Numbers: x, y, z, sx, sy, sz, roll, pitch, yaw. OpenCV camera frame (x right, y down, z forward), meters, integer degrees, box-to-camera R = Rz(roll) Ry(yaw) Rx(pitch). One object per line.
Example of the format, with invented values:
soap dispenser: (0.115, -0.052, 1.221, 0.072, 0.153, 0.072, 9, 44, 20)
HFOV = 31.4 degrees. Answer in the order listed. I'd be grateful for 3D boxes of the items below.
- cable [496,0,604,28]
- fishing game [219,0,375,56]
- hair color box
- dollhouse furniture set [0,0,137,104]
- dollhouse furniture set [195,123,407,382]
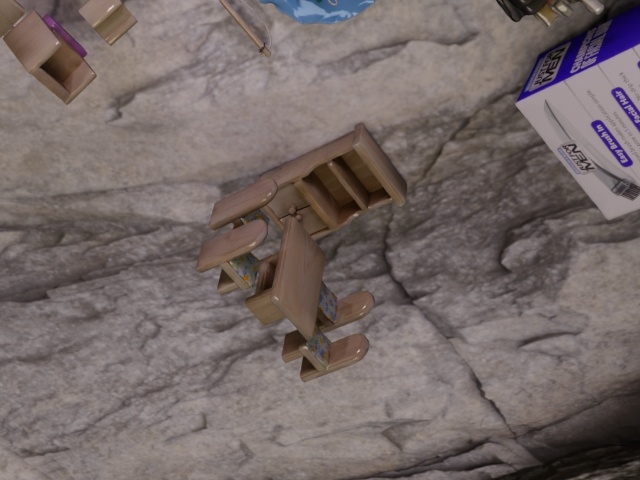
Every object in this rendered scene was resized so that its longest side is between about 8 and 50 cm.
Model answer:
cable: (0.164, -0.319, 1.151, 0.072, 0.139, 0.287, -45, 100, -1)
fishing game: (-0.006, -0.309, 1.204, 0.264, 0.041, 0.189, -24, 123, 23)
hair color box: (0.394, -0.163, 1.164, 0.339, 0.110, 0.185, -24, 117, 42)
dollhouse furniture set: (-0.280, -0.365, 1.183, 0.303, 0.198, 0.286, -43, 142, 2)
dollhouse furniture set: (0.000, 0.000, 1.338, 0.161, 0.242, 0.212, -24, 124, 26)
